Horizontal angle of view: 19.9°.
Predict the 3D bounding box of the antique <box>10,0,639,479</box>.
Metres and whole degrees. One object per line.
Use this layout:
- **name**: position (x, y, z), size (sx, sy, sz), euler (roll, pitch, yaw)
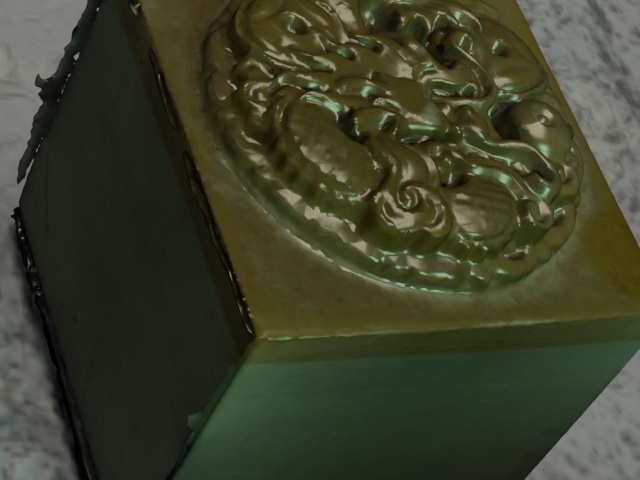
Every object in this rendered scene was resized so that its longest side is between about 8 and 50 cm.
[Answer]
- **antique**: position (0.000, 0.000, 0.569), size (0.152, 0.148, 0.146), euler (-2, 55, -30)
